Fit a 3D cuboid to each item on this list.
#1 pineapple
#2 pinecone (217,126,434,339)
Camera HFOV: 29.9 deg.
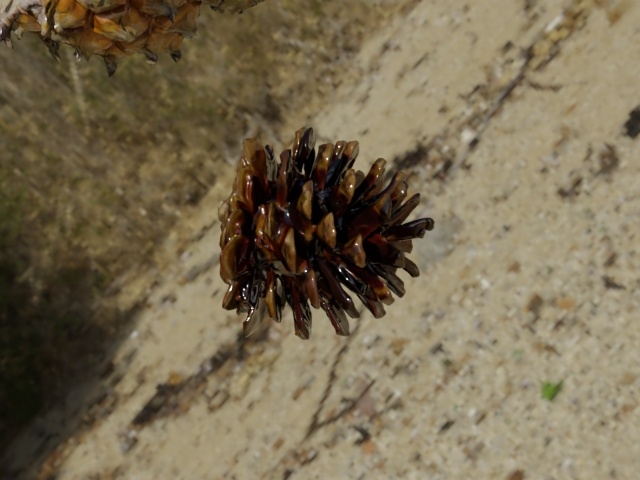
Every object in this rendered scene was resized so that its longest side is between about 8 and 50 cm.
[{"bbox_3d":[-0.088,-0.166,0.673,0.161,0.137,0.176,-40,39,34],"label":"pineapple"},{"bbox_3d":[0.000,-0.006,1.385,0.264,0.264,0.264,-47,7,7],"label":"pinecone"}]
